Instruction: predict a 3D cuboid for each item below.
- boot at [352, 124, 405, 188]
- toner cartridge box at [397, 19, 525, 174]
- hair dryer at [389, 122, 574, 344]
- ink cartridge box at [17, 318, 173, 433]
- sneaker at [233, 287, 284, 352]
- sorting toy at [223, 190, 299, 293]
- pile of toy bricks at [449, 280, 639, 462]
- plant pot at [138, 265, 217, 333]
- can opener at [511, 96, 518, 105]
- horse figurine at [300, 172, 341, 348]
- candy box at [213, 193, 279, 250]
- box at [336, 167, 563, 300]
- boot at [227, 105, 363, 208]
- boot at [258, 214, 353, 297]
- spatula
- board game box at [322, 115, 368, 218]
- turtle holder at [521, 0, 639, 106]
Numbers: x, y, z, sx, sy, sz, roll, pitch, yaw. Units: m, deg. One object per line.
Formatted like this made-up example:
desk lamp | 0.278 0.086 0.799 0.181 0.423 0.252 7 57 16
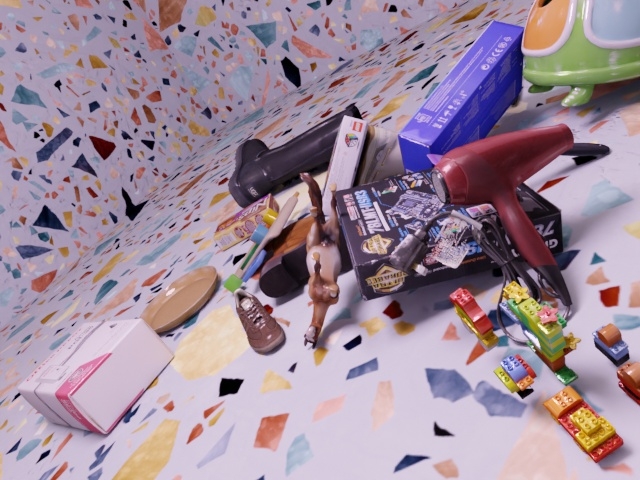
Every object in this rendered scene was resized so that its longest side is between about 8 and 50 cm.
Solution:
boot | 0.160 -0.157 1.205 0.164 0.213 0.077 3 48 -10
toner cartridge box | 0.290 -0.261 1.081 0.075 0.165 0.348 29 69 30
hair dryer | 0.243 -0.034 0.707 0.294 0.223 0.080 -61 -7 -10
ink cartridge box | -0.481 0.280 1.143 0.282 0.117 0.207 -11 32 42
sneaker | -0.127 0.146 1.006 0.066 0.071 0.188 -38 23 -11
sorting toy | -0.142 -0.011 1.294 0.196 0.047 0.348 -47 11 36
pile of toy bricks | 0.224 0.096 0.539 0.118 0.105 0.212 -35 41 -1
plant pot | -0.347 0.151 1.339 0.236 0.032 0.236 -28 24 14
can opener | 0.460 -0.374 1.316 0.059 0.073 0.186 11 36 3
horse figurine | 0.002 0.022 0.871 0.066 0.174 0.264 -2 63 -2
candy box | -0.209 -0.052 1.536 0.186 0.053 0.109 -29 23 13
box | 0.181 -0.036 0.871 0.293 0.074 0.296 -15 25 2
boot | -0.066 -0.310 1.732 0.445 0.146 0.367 -29 33 20
boot | 0.000 0.000 1.159 0.264 0.096 0.280 -35 14 14
spatula | 0.330 -0.138 0.892 0.296 0.031 0.084 -7 26 2
board game box | 0.045 -0.159 1.173 0.305 0.053 0.193 -89 14 -82
turtle holder | 0.536 -0.390 0.984 0.320 0.228 0.243 -2 25 20
